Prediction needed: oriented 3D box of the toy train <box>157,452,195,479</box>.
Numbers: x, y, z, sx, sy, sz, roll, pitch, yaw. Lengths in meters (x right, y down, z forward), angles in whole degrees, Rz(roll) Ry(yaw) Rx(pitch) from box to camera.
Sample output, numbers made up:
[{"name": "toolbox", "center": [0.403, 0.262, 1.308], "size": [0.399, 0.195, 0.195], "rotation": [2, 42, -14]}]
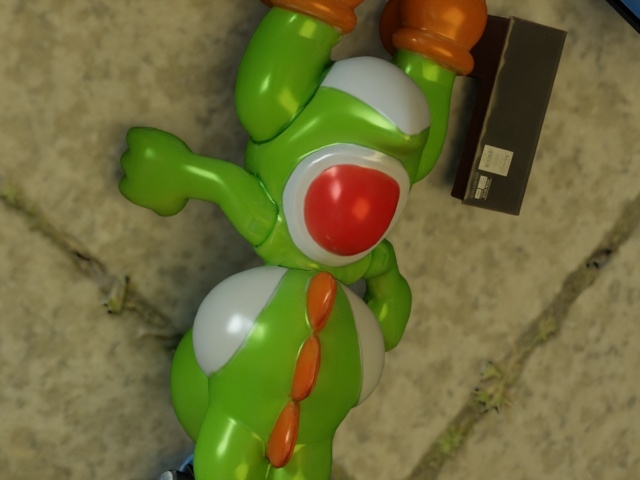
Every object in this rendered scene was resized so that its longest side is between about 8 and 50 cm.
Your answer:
[{"name": "toy train", "center": [-0.040, 0.214, 1.181], "size": [0.184, 0.080, 0.105], "rotation": [22, 98, -26]}]

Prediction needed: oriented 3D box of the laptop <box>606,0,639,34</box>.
[{"name": "laptop", "center": [0.267, -0.278, 1.172], "size": [0.234, 0.136, 0.264], "rotation": [-28, 111, -16]}]

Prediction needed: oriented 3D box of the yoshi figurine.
[{"name": "yoshi figurine", "center": [-0.018, -0.001, 1.120], "size": [0.203, 0.204, 0.362], "rotation": [35, 67, -65]}]

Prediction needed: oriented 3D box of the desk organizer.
[{"name": "desk organizer", "center": [0.122, -0.088, 1.198], "size": [0.047, 0.050, 0.130], "rotation": [11, 97, -25]}]
